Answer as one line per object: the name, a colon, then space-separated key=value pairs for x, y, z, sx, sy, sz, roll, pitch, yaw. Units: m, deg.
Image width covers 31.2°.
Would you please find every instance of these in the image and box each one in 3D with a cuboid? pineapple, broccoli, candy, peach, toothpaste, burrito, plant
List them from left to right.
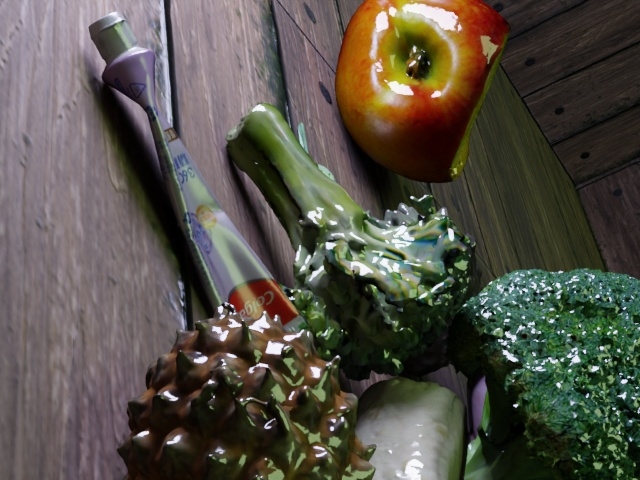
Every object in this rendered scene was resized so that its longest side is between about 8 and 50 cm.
toothpaste: x=-0.105 y=-0.042 z=0.922 sx=0.301 sy=0.048 sz=0.075 roll=63 pitch=26 yaw=-6
pineapple: x=-0.048 y=0.118 z=0.697 sx=0.166 sy=0.166 sz=0.193 roll=45 pitch=24 yaw=-47
candy: x=-0.018 y=-0.087 z=1.245 sx=0.061 sy=0.061 sz=0.202 roll=56 pitch=12 yaw=-27
broccoli: x=-0.007 y=0.015 z=1.051 sx=0.275 sy=0.177 sz=0.198 roll=36 pitch=57 yaw=1
burrito: x=0.070 y=0.219 z=0.967 sx=0.299 sy=0.105 sz=0.143 roll=-69 pitch=156 yaw=-65
plant: x=0.117 y=0.047 z=1.292 sx=0.129 sy=0.132 sz=0.194 roll=-51 pitch=119 yaw=-73
peach: x=0.138 y=-0.210 z=1.523 sx=0.245 sy=0.248 sz=0.275 roll=48 pitch=-1 yaw=20
broccoli: x=0.241 y=0.163 z=1.097 sx=0.308 sy=0.275 sz=0.308 roll=39 pitch=13 yaw=-11

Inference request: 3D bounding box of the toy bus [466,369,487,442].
toy bus: x=0.268 y=0.201 z=1.348 sx=0.294 sy=0.197 sz=0.232 roll=-22 pitch=97 yaw=-71
